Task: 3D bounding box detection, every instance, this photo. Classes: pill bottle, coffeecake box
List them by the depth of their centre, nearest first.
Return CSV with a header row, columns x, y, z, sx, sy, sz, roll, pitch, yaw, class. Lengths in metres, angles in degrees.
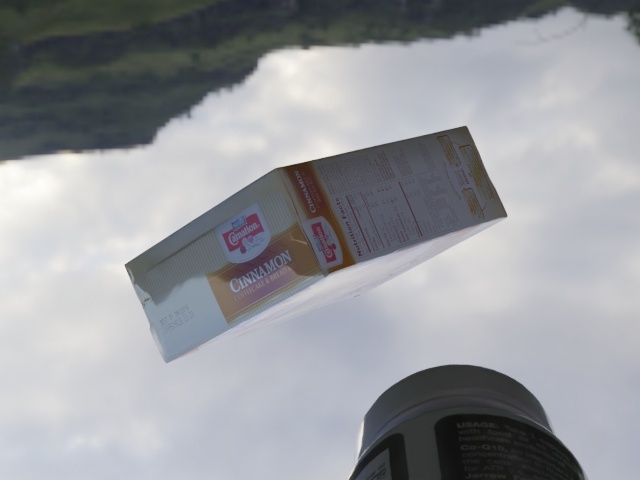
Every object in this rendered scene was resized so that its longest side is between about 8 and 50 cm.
x,y,z,sx,sy,sz,roll,pitch,yaw,class
0.043,0.095,0.393,0.078,0.078,0.137,2,-156,0,pill bottle
0.000,0.000,0.852,0.142,0.068,0.185,-29,171,40,coffeecake box
